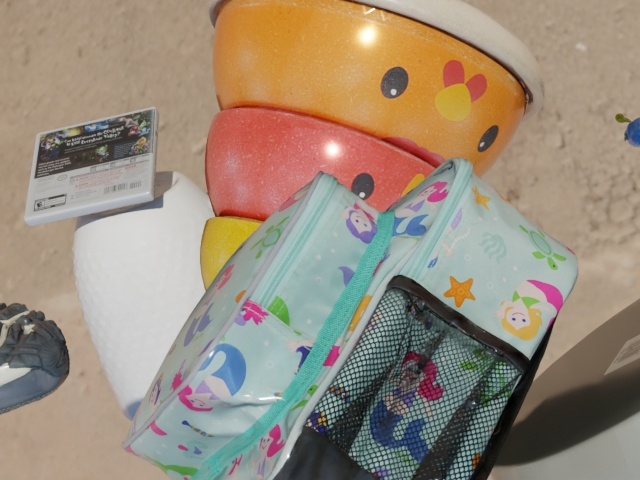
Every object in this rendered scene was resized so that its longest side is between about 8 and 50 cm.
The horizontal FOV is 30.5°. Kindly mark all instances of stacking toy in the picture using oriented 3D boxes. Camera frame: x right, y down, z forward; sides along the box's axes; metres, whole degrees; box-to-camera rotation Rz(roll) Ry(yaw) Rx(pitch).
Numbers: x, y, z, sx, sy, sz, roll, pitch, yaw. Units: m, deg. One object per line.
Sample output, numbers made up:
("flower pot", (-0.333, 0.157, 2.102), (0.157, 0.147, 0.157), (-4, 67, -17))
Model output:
("stacking toy", (0.000, 0.000, 1.154), (0.350, 0.350, 0.480), (19, 81, -15))

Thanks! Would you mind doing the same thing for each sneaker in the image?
("sneaker", (-0.274, 0.131, 0.788), (0.283, 0.110, 0.122), (-19, 105, 23))

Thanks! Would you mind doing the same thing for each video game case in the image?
("video game case", (-0.326, -0.107, 1.684), (0.190, 0.173, 0.022), (-12, 140, 10))

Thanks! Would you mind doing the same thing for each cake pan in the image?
("cake pan", (0.220, 0.086, 0.743), (0.293, 0.293, 0.054), (-37, 90, 21))

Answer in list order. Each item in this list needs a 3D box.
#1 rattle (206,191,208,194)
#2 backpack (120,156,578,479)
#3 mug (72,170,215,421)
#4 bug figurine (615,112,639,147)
("rattle", (-0.155, -0.075, 2.141), (0.130, 0.199, 0.143), (-43, 156, 2))
("backpack", (0.021, 0.071, 0.664), (0.191, 0.253, 0.225), (42, 149, -2))
("mug", (-0.189, 0.059, 1.801), (0.374, 0.276, 0.328), (-18, 111, 0))
("bug figurine", (0.474, -0.128, 1.428), (0.216, 0.279, 0.072), (30, 122, 11))
